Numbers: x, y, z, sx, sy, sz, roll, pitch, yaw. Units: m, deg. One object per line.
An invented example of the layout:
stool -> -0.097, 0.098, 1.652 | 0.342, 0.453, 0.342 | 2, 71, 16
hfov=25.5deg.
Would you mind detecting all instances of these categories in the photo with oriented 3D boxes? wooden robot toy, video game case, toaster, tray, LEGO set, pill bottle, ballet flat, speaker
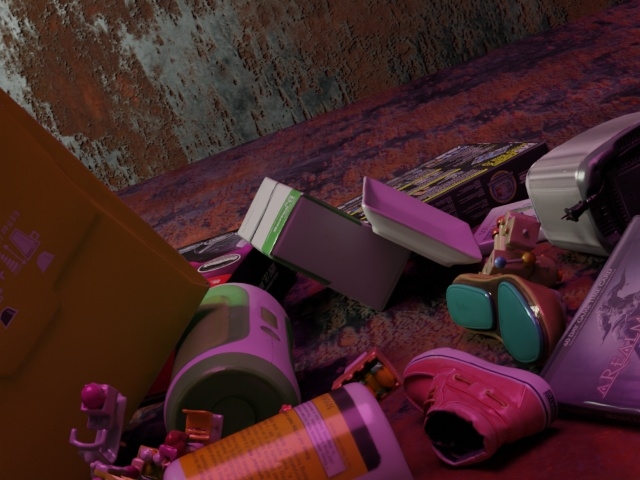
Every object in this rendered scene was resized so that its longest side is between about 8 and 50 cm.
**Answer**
wooden robot toy -> 0.214, 0.017, 1.455 | 0.079, 0.076, 0.173 | 14, -26, 0
video game case -> 0.263, -0.027, 1.698 | 0.157, 0.019, 0.143 | -15, 14, 26
toaster -> 0.320, -0.059, 1.500 | 0.227, 0.129, 0.146 | -28, 10, -18
tray -> 0.110, -0.019, 1.642 | 0.030, 0.145, 0.270 | -64, 2, 9
LEGO set -> -0.076, 0.161, 1.129 | 0.287, 0.132, 0.107 | -11, -17, 20
video game case -> 0.297, 0.059, 1.080 | 0.196, 0.026, 0.274 | -55, 26, -19
pill bottle -> -0.041, 0.195, 1.028 | 0.209, 0.119, 0.119 | -22, 13, -8
ballet flat -> 0.189, 0.062, 1.323 | 0.073, 0.080, 0.232 | -9, 11, -15
speaker -> -0.084, 0.129, 1.366 | 0.131, 0.131, 0.296 | -21, 13, 2

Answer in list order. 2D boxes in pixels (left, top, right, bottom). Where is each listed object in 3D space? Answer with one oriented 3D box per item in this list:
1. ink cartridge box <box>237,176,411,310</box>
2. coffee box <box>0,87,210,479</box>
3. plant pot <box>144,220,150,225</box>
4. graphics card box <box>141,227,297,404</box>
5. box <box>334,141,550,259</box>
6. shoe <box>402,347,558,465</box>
ink cartridge box -> 0.000, 0.000, 1.681 | 0.086, 0.153, 0.208 | -64, 16, 1
coffee box -> -0.382, 0.078, 1.341 | 0.334, 0.338, 0.337 | -8, 44, 48
plant pot -> -0.369, 0.040, 2.046 | 0.254, 0.237, 0.237 | -6, 15, 7
graphics card box -> -0.180, 0.092, 1.757 | 0.233, 0.094, 0.371 | -18, 12, 17
box -> 0.150, -0.054, 1.904 | 0.270, 0.060, 0.216 | -27, 15, -23
shoe -> 0.106, 0.136, 1.164 | 0.081, 0.063, 0.178 | -23, 16, -31
